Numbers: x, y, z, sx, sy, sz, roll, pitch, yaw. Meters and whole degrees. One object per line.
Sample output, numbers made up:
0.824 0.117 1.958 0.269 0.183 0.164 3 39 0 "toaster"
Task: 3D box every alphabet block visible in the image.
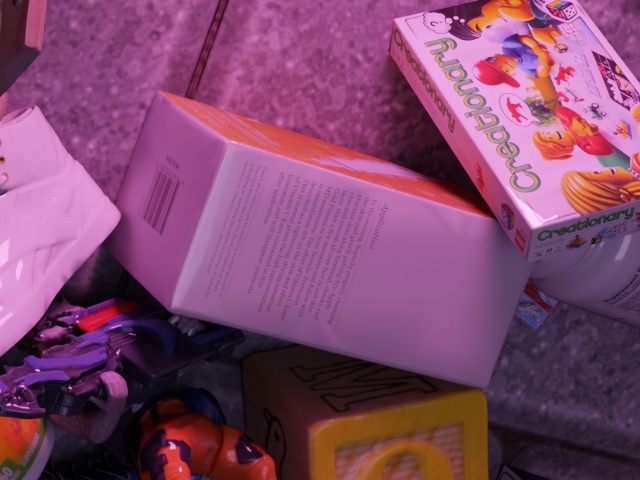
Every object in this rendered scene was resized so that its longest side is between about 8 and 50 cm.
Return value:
0.045 0.217 1.982 0.193 0.197 0.192 -12 110 -19 "alphabet block"

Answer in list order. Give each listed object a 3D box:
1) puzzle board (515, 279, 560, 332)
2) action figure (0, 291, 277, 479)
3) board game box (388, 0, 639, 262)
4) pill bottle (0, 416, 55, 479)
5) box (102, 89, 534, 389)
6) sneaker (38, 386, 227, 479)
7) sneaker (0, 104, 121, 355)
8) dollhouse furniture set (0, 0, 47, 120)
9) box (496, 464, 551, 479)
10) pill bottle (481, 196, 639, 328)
0.220 0.029 2.102 0.128 0.011 0.096 38 90 -29 "puzzle board"
-0.186 0.184 1.802 0.341 0.330 0.178 -10 142 -47 "action figure"
0.216 -0.122 1.896 0.193 0.305 0.053 -16 141 -18 "board game box"
-0.377 0.148 1.813 0.246 0.136 0.136 42 88 -28 "pill bottle"
0.000 0.000 1.882 0.345 0.215 0.168 16 99 -27 "box"
-0.226 0.264 1.920 0.330 0.130 0.147 -46 117 -7 "sneaker"
-0.310 -0.003 1.759 0.169 0.108 0.292 57 39 -21 "sneaker"
-0.205 -0.308 1.623 0.256 0.362 0.394 12 68 -24 "dollhouse furniture set"
0.254 0.375 2.071 0.087 0.290 0.169 21 99 -26 "box"
0.307 0.000 2.015 0.283 0.160 0.160 19 98 -38 "pill bottle"
